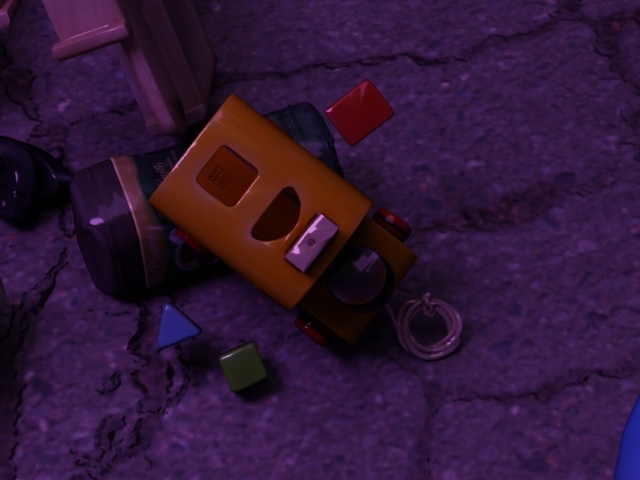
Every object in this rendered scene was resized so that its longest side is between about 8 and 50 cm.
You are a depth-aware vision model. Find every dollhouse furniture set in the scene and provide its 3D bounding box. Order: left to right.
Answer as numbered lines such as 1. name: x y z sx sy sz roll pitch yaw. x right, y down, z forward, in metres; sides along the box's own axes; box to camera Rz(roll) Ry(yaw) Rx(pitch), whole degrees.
1. dollhouse furniture set: -0.273 -0.124 1.328 0.356 0.173 0.303 -18 24 10

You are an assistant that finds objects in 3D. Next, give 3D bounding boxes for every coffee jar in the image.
1. coffee jar: -0.079 -0.027 1.250 0.184 0.096 0.079 -17 57 -12

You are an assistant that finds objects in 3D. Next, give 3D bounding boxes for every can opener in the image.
1. can opener: -0.268 -0.065 1.336 0.186 0.073 0.059 26 93 29

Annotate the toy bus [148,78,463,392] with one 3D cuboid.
1. toy bus: -0.013 -0.003 1.153 0.202 0.104 0.191 -8 91 -4

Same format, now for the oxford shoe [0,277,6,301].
1. oxford shoe: -0.344 0.160 1.093 0.169 0.130 0.449 -16 22 42

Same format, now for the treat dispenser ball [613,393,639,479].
1. treat dispenser ball: 0.295 0.148 0.937 0.288 0.288 0.288 -2 48 2
